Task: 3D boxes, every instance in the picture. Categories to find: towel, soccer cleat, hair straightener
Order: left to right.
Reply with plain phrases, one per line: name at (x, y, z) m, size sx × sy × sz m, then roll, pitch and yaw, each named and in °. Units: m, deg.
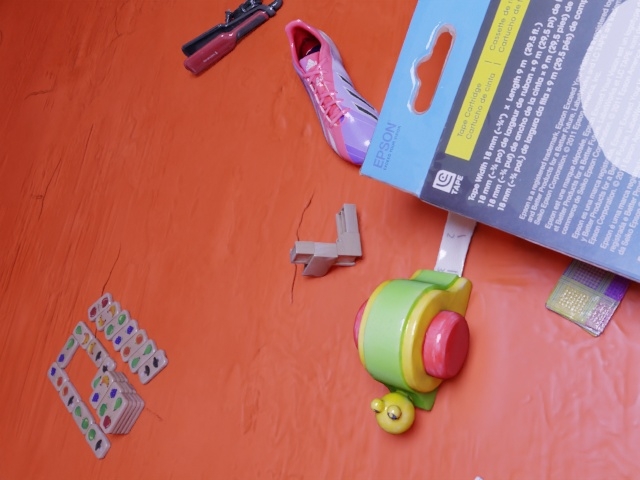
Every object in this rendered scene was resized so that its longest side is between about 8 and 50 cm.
hair straightener at (-0.157, -0.394, 1.006) m, size 0.230 × 0.047 × 0.089 m, roll -31°, pitch 57°, yaw 21°
soccer cleat at (0.013, -0.206, 0.778) m, size 0.083 × 0.095 × 0.248 m, roll -34°, pitch 55°, yaw 20°
towel at (0.266, 0.045, 0.553) m, size 0.060 × 0.009 × 0.083 m, roll 31°, pitch 91°, yaw 40°

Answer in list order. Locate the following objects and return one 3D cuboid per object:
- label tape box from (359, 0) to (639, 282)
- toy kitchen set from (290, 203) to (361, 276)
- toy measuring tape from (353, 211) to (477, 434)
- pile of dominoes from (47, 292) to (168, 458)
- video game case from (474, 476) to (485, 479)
label tape box at (0.232, -0.115, 0.515) m, size 0.333 × 0.106 × 0.241 m, roll 26°, pitch 103°, yaw 30°
toy kitchen set at (0.000, 0.000, 0.728) m, size 0.068 × 0.083 × 0.075 m, roll 121°, pitch 148°, yaw -60°
toy measuring tape at (0.111, 0.039, 0.600) m, size 0.121 × 0.121 × 0.330 m, roll 9°, pitch 77°, yaw 37°
pile of dominoes at (-0.365, 0.206, 0.919) m, size 0.251 × 0.040 × 0.196 m, roll 33°, pitch 92°, yaw 39°
video game case at (0.173, 0.294, 0.519) m, size 0.122 × 0.011 × 0.087 m, roll 33°, pitch 92°, yaw 39°
